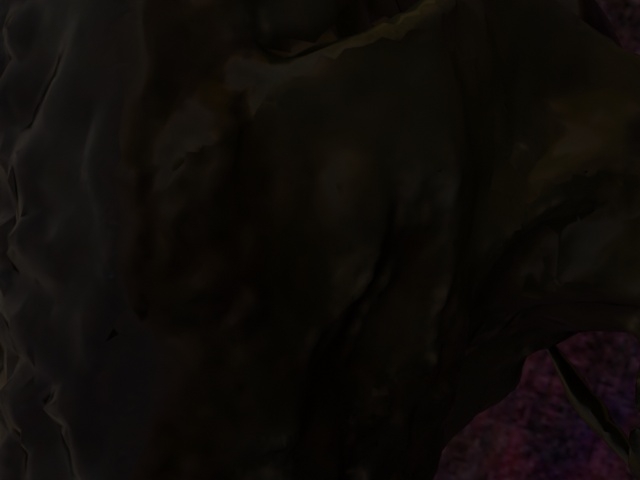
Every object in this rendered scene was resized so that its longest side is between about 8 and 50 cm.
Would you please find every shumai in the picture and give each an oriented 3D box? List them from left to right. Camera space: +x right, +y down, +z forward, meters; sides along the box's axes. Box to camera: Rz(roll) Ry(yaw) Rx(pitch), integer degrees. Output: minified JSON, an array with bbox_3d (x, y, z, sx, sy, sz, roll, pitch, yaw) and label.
[{"bbox_3d":[0.000,0.000,0.616,0.395,0.348,0.395,16,109,60],"label":"shumai"}]
